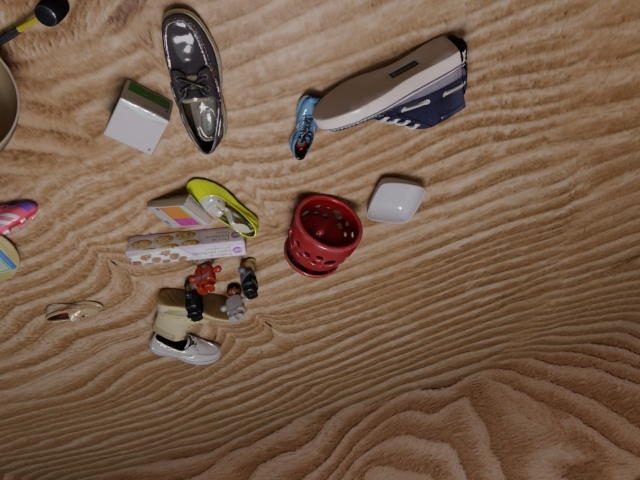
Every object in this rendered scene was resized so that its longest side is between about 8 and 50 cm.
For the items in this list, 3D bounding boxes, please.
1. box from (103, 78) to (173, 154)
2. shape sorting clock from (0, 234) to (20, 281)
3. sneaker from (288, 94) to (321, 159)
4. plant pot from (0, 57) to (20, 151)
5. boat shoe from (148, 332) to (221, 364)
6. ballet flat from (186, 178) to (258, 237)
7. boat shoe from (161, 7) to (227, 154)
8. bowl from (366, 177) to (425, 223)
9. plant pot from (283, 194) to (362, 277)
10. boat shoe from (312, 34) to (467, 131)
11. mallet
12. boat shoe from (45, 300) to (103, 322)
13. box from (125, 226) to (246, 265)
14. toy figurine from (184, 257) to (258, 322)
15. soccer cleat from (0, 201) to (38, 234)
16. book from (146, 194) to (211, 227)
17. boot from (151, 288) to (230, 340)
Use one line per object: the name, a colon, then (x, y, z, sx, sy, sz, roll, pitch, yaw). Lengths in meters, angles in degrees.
box: (-0.380, -0.257, 0.872, 0.101, 0.087, 0.102, 23, 128, -31)
shape sorting clock: (-0.926, 0.035, 1.117, 0.206, 0.040, 0.206, -7, 128, -9)
sneaker: (-0.028, -0.253, 0.952, 0.063, 0.073, 0.162, 4, 135, -15)
plant pot: (-0.709, -0.227, 0.743, 0.284, 0.284, 0.191, 21, 158, -29)
boat shoe: (-0.494, 0.391, 1.551, 0.268, 0.096, 0.088, 20, 135, -18)
ballet flat: (-0.249, -0.078, 1.096, 0.077, 0.077, 0.231, -36, 131, 19)
boat shoe: (-0.248, -0.305, 0.841, 0.103, 0.092, 0.285, -5, 137, -5)
bowl: (0.205, -0.117, 1.158, 0.142, 0.053, 0.142, 6, 135, -16)
plant pot: (0.000, 0.000, 1.147, 0.191, 0.191, 0.174, 7, 139, -17)
boat shoe: (0.162, -0.289, 0.904, 0.341, 0.127, 0.158, -23, 138, 8)
mallet: (-0.531, -0.388, 0.749, 0.190, 0.062, 0.039, -10, 138, 23)
boat shoe: (-0.798, 0.238, 1.347, 0.170, 0.059, 0.063, -5, 137, -6)
box: (-0.375, 0.015, 1.183, 0.324, 0.067, 0.063, -5, 137, -4)
toy figurine: (-0.307, 0.142, 1.283, 0.210, 0.148, 0.213, 7, 133, -26)
soccer cleat: (-0.823, -0.042, 1.022, 0.248, 0.083, 0.095, -28, 105, 3)
book: (-0.367, -0.070, 1.079, 0.144, 0.035, 0.096, -2, 145, 29)
boot: (-0.432, 0.269, 1.422, 0.262, 0.095, 0.203, 13, 132, -21)
